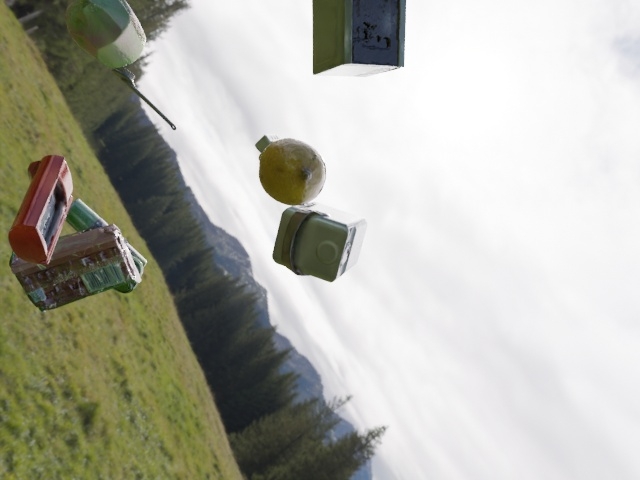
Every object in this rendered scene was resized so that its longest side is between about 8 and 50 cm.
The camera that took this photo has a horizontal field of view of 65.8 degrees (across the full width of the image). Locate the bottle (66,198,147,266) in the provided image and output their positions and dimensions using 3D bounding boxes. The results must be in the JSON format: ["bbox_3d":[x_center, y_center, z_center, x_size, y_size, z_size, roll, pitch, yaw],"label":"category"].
[{"bbox_3d":[-0.782,-0.006,1.791,0.330,0.093,0.093,49,-10,-22],"label":"bottle"}]

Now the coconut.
[{"bbox_3d":[-0.256,-0.254,0.584,0.082,0.083,0.081,15,-12,13],"label":"coconut"}]

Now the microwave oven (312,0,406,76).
[{"bbox_3d":[0.096,-0.562,1.196,0.237,0.181,0.295,-153,-120,-67],"label":"microwave oven"}]

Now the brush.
[{"bbox_3d":[-0.490,-0.400,1.405,0.062,0.027,0.266,22,-14,29],"label":"brush"}]

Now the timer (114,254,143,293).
[{"bbox_3d":[-0.671,0.106,1.665,0.128,0.140,0.047,31,20,-2],"label":"timer"}]

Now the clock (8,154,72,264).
[{"bbox_3d":[-0.462,-0.050,0.815,0.113,0.061,0.155,116,-23,-51],"label":"clock"}]

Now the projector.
[{"bbox_3d":[0.000,0.000,1.251,0.177,0.163,0.242,18,13,17],"label":"projector"}]

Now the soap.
[{"bbox_3d":[-0.646,0.076,1.320,0.098,0.273,0.218,-133,-152,-56],"label":"soap"}]

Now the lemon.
[{"bbox_3d":[-0.103,-0.242,1.714,0.253,0.228,0.228,44,-19,31],"label":"lemon"}]

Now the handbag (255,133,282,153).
[{"bbox_3d":[-0.165,-0.352,2.105,0.219,0.079,0.256,50,14,-6],"label":"handbag"}]
